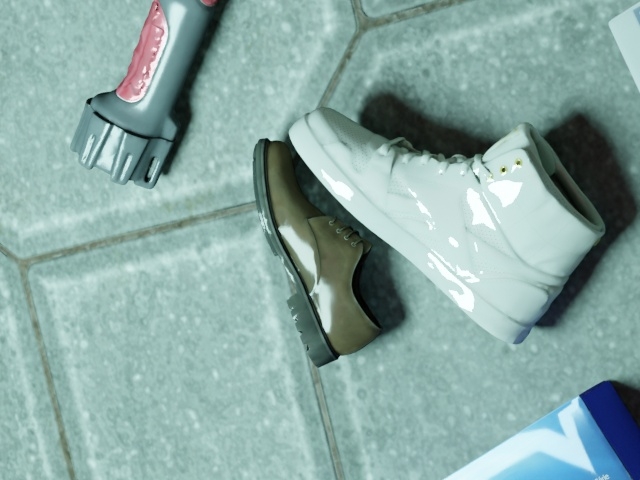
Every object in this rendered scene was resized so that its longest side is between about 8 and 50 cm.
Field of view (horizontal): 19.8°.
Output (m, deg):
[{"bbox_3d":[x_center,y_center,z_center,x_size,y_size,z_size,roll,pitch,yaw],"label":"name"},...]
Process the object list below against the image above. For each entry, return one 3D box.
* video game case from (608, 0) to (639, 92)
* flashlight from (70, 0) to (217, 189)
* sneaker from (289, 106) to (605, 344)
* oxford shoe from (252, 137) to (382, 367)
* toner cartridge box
[{"bbox_3d":[0.360,-0.157,1.546,0.201,0.023,0.183,-32,70,31],"label":"video game case"},{"bbox_3d":[-0.165,-0.207,1.813,0.103,0.103,0.304,49,121,44],"label":"flashlight"},{"bbox_3d":[0.123,-0.062,1.678,0.292,0.108,0.169,40,113,7],"label":"sneaker"},{"bbox_3d":[0.000,0.000,1.775,0.096,0.083,0.227,-22,87,11],"label":"oxford shoe"},{"bbox_3d":[0.165,0.288,1.719,0.348,0.075,0.165,-37,78,28],"label":"toner cartridge box"}]
